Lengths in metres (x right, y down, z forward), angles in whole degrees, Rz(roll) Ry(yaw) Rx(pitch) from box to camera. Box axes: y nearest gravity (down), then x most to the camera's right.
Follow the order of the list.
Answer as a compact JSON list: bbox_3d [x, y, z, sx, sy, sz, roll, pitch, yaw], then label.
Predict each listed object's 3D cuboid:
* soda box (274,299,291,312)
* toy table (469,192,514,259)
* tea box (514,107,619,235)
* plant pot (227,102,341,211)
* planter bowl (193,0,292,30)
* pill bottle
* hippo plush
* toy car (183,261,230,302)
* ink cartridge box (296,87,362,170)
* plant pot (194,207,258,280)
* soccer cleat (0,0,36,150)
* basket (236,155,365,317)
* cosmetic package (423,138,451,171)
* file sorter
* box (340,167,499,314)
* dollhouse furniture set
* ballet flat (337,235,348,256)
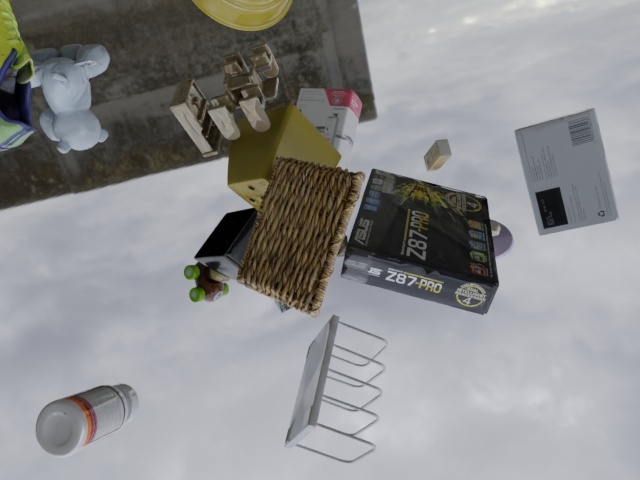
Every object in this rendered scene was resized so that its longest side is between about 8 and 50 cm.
[{"bbox_3d":[-0.138,0.173,1.670,0.053,0.169,0.060,-28,-133,-17],"label":"soda box"},{"bbox_3d":[0.567,-0.031,1.811,0.274,0.161,0.252,-4,-113,34],"label":"toy table"},{"bbox_3d":[0.754,-0.220,1.503,0.219,0.329,0.323,-13,-172,25],"label":"tea box"},{"bbox_3d":[-0.108,-0.181,1.205,0.212,0.212,0.187,-4,-122,42],"label":"plant pot"},{"bbox_3d":[-0.119,-0.462,0.772,0.217,0.217,0.090,-30,-168,-28],"label":"planter bowl"},{"bbox_3d":[-0.525,0.403,1.110,0.121,0.121,0.221,-9,174,11],"label":"pill bottle"},{"bbox_3d":[-0.640,-0.372,1.276,0.294,0.237,0.234,18,-138,29],"label":"hippo plush"},{"bbox_3d":[-0.332,0.120,1.623,0.188,0.149,0.155,-18,175,27],"label":"toy car"},{"bbox_3d":[0.008,-0.374,1.681,0.207,0.283,0.117,9,172,24],"label":"ink cartridge box"},{"bbox_3d":[-0.233,0.029,1.465,0.188,0.167,0.188,-6,-134,49],"label":"plant pot"},{"bbox_3d":[-0.457,-0.269,0.691,0.121,0.290,0.093,-11,171,15],"label":"soccer cleat"},{"bbox_3d":[0.000,0.000,1.026,0.222,0.300,0.213,17,178,33],"label":"basket"},{"bbox_3d":[0.374,-0.271,1.546,0.041,0.060,0.115,-7,163,-11],"label":"cosmetic package"},{"bbox_3d":[0.048,0.367,1.178,0.173,0.193,0.278,22,-130,-8],"label":"file sorter"},{"bbox_3d":[0.239,-0.018,1.143,0.318,0.097,0.395,14,-145,7],"label":"box"},{"bbox_3d":[-0.208,-0.321,1.167,0.241,0.161,0.212,-10,-129,16],"label":"dollhouse furniture set"},{"bbox_3d":[0.045,-0.064,1.528,0.058,0.084,0.250,-1,-112,-11],"label":"ballet flat"}]
